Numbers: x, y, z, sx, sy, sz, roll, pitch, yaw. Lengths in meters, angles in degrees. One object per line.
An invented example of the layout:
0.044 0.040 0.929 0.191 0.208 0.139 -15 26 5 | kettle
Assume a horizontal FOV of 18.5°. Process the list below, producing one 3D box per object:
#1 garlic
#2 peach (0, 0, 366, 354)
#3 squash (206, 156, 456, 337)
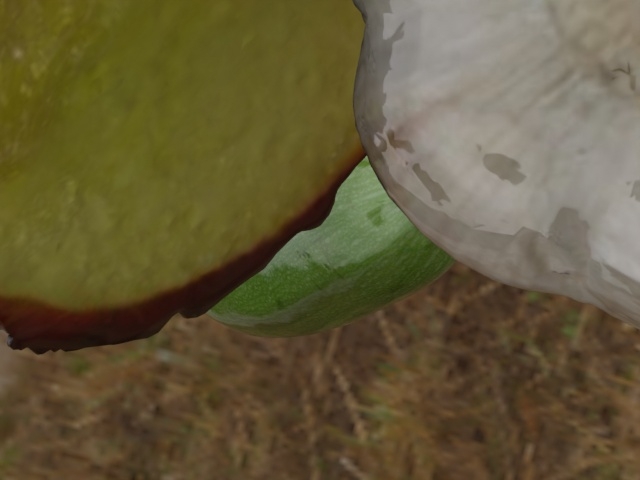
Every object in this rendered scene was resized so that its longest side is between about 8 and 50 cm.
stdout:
0.112 -0.084 0.551 0.219 0.212 0.218 1 94 11 | garlic
-0.071 -0.136 0.675 0.362 0.257 0.201 -42 58 -6 | peach
0.000 0.000 1.178 0.395 0.107 0.107 159 122 -65 | squash
